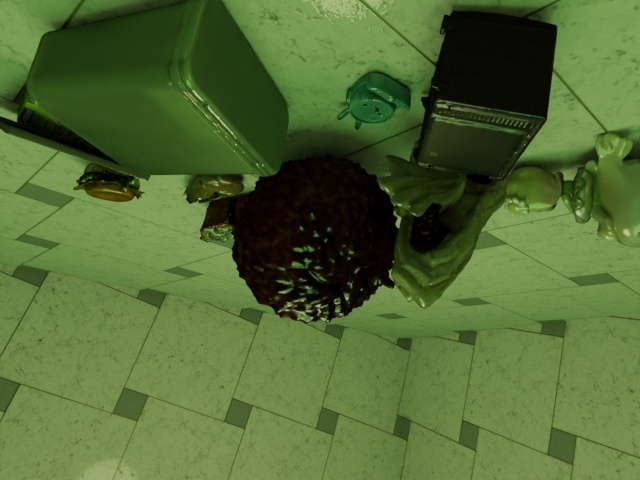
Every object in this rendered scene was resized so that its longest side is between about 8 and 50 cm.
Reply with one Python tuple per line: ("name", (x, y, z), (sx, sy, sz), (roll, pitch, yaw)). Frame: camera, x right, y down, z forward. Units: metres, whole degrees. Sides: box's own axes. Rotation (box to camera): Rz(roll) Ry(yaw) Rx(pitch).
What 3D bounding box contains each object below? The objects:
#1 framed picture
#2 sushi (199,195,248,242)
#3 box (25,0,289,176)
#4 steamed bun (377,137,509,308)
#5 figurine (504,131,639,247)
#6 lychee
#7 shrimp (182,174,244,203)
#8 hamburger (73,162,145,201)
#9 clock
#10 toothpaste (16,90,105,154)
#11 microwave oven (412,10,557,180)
("framed picture", (-0.593, -0.222, 1.189), (0.315, 0.024, 0.232), (17, -174, -44))
("sushi", (-0.246, -0.068, 1.567), (0.333, 0.124, 0.130), (-4, 151, 20))
("box", (-0.287, -0.259, 0.954), (0.344, 0.177, 0.352), (0, 161, 19))
("steamed bun", (0.254, -0.093, 1.082), (0.247, 0.428, 0.189), (31, 149, 19))
("figurine", (0.608, -0.128, 1.154), (0.395, 0.226, 0.274), (8, 133, 28))
("lychee", (0.000, 0.000, 1.230), (0.425, 0.424, 0.500), (24, 179, -43))
("shrimp", (-0.323, -0.148, 1.466), (0.146, 0.061, 0.267), (9, 161, -40))
("hamburger", (-0.590, -0.167, 1.414), (0.190, 0.093, 0.164), (-1, 169, 24))
("clock", (0.100, -0.272, 1.004), (0.108, 0.045, 0.147), (19, 157, -31))
("toothpaste", (-0.506, -0.259, 1.155), (0.328, 0.077, 0.110), (20, 157, -36))
("microwave oven", (0.266, -0.239, 0.848), (0.178, 0.188, 0.247), (9, 166, 6))
